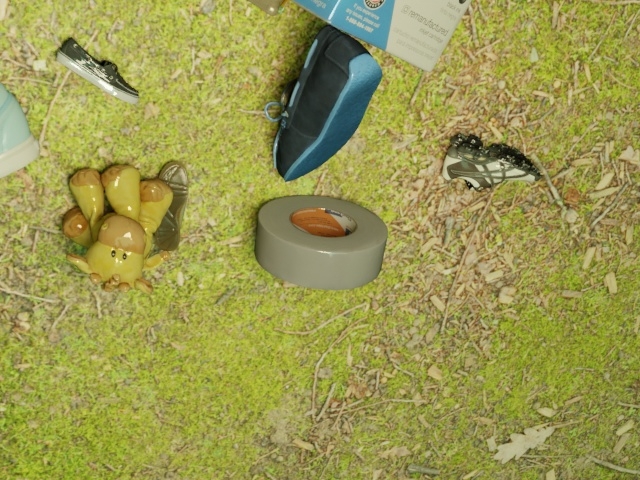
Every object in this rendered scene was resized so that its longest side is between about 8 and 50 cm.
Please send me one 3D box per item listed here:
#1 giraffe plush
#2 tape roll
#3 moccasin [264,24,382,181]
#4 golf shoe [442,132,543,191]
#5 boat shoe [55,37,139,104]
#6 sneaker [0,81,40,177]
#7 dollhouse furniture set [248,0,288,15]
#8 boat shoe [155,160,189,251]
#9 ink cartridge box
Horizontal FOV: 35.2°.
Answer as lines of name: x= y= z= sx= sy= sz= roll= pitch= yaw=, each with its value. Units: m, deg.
giraffe plush: x=-0.318 y=0.003 z=1.565 sx=0.182 sy=0.170 sz=0.210 roll=-4 pitch=112 yaw=-3
tape roll: x=0.000 y=0.000 z=1.690 sx=0.219 sy=0.219 sz=0.072 roll=-1 pitch=118 yaw=-22
moccasin: x=0.000 y=-0.216 z=1.585 sx=0.138 sy=0.116 sz=0.342 roll=-30 pitch=167 yaw=-34
golf shoe: x=0.310 y=-0.130 z=1.846 sx=0.198 sy=0.077 sz=0.093 roll=15 pitch=120 yaw=-21
boat shoe: x=-0.329 y=-0.254 z=1.524 sx=0.142 sy=0.049 sz=0.040 roll=30 pitch=101 yaw=-30
sneaker: x=-0.586 y=-0.119 z=1.422 sx=0.366 sy=0.135 sz=0.150 roll=-33 pitch=119 yaw=-32
dollhouse furniture set: x=-0.122 y=-0.490 z=1.476 sx=0.197 sy=0.151 sz=0.302 roll=-48 pitch=152 yaw=14
boat shoe: x=-0.246 y=-0.060 z=1.667 sx=0.056 sy=0.048 sz=0.152 roll=3 pitch=109 yaw=-5
ink cartridge box: x=0.135 y=-0.483 z=1.475 sx=0.285 sy=0.166 sz=0.394 roll=11 pitch=113 yaw=-52
